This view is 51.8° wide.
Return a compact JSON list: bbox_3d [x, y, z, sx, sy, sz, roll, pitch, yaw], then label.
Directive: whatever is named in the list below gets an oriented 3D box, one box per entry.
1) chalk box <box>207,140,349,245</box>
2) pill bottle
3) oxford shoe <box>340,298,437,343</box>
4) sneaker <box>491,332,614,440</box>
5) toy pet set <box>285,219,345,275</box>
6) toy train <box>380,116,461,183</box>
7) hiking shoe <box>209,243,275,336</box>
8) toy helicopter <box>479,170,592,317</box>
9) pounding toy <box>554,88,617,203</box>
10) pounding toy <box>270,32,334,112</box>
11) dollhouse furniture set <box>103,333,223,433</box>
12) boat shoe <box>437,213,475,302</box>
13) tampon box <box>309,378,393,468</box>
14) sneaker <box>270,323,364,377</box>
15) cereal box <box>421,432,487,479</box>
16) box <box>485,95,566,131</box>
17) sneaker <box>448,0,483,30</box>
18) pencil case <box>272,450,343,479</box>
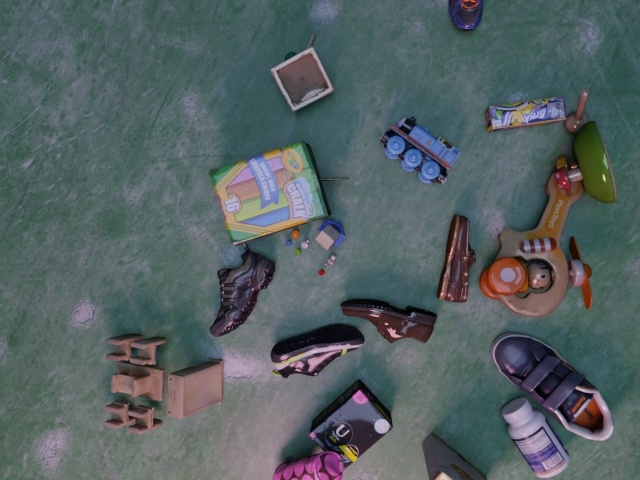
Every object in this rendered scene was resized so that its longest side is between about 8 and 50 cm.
[{"bbox_3d":[-0.078,-0.117,1.500,0.289,0.180,0.179,-18,92,3],"label":"chalk box"},{"bbox_3d":[0.497,0.456,1.535,0.094,0.094,0.169,-33,90,5],"label":"pill bottle"},{"bbox_3d":[0.153,0.194,1.550,0.227,0.083,0.096,14,98,4],"label":"oxford shoe"},{"bbox_3d":[0.541,0.332,1.511,0.321,0.127,0.126,37,96,3],"label":"sneaker"},{"bbox_3d":[0.000,0.000,1.571,0.122,0.065,0.114,42,130,3],"label":"toy pet set"},{"bbox_3d":[0.230,-0.211,1.526,0.184,0.080,0.105,36,86,3],"label":"toy train"},{"bbox_3d":[-0.207,0.122,1.578,0.114,0.086,0.227,35,89,15],"label":"hiking shoe"},{"bbox_3d":[0.526,0.008,1.495,0.235,0.140,0.355,22,82,9],"label":"toy helicopter"},{"bbox_3d":[0.560,-0.184,1.444,0.110,0.183,0.237,-16,76,18],"label":"pounding toy"},{"bbox_3d":[-0.039,-0.392,1.532,0.130,0.100,0.141,-27,102,5],"label":"pounding toy"},{"bbox_3d":[-0.380,0.341,1.588,0.242,0.161,0.212,4,94,26],"label":"dollhouse furniture set"},{"bbox_3d":[0.325,0.044,1.537,0.073,0.073,0.207,8,101,2],"label":"boat shoe"},{"bbox_3d":[0.073,0.434,1.557,0.161,0.101,0.120,-43,90,5],"label":"tampon box"},{"bbox_3d":[-0.005,0.272,1.579,0.235,0.084,0.097,-13,116,5],"label":"sneaker"},{"bbox_3d":[0.314,0.540,1.478,0.173,0.240,0.047,40,95,0],"label":"cereal box"},{"bbox_3d":[0.470,-0.289,1.512,0.169,0.059,0.054,-7,92,4],"label":"box"},{"bbox_3d":[0.337,-0.588,1.490,0.083,0.087,0.221,2,93,4],"label":"sneaker"},{"bbox_3d":[-0.026,0.538,1.519,0.098,0.209,0.095,10,63,-29],"label":"pencil case"}]
